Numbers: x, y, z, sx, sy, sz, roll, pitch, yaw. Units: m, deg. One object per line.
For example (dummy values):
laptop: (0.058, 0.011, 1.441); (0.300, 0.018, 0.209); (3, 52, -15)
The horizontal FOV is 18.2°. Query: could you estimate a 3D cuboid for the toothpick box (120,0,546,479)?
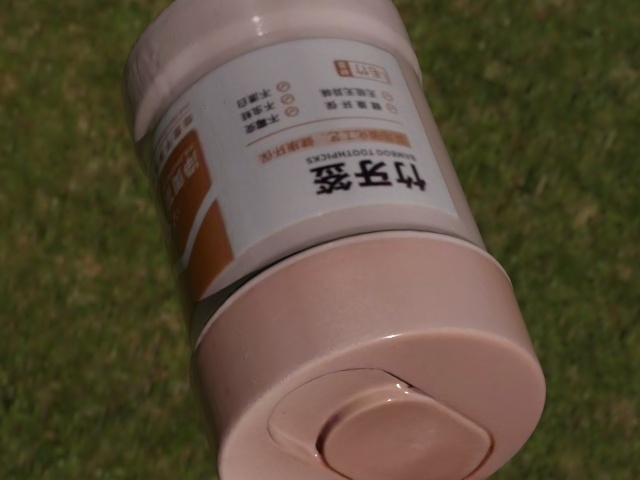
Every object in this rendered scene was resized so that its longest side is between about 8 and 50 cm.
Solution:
toothpick box: (0.000, 0.000, 0.607); (0.098, 0.098, 0.149); (-1, 49, -21)
